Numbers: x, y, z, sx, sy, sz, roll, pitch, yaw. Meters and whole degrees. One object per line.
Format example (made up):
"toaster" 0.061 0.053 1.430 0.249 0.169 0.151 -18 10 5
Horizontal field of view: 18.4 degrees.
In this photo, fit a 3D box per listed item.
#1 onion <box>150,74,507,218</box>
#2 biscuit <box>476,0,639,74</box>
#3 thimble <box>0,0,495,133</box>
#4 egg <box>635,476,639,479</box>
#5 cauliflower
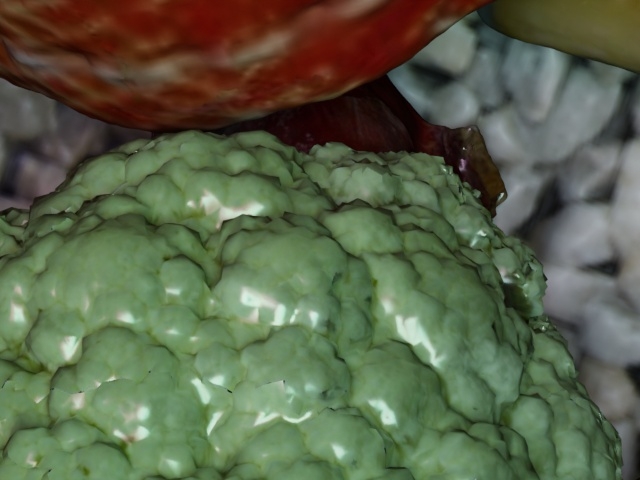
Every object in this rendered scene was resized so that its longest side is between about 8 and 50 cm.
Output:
"onion" 0.000 0.000 0.780 0.151 0.098 0.206 -21 86 6
"biscuit" 0.211 -0.156 0.744 0.290 0.062 0.237 19 100 23
"thimble" -0.050 -0.227 0.677 0.350 0.230 0.350 -10 59 17
"egg" 0.173 0.194 0.683 0.322 0.250 0.250 -38 86 8
"cauliflower" -0.040 0.101 0.655 0.275 0.250 0.272 6 56 -5
